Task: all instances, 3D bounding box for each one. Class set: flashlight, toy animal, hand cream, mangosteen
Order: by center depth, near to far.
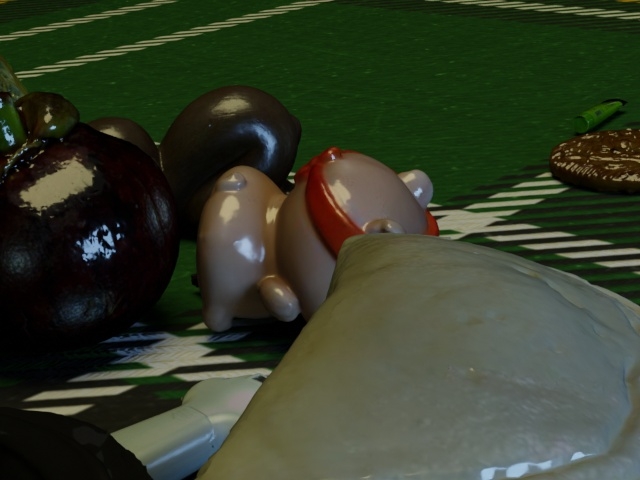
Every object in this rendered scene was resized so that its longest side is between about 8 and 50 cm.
[{"bbox_3d":[-0.107,0.145,0.933,0.200,0.048,0.093,-22,25,-34],"label":"flashlight"},{"bbox_3d":[0.000,0.000,1.163,0.197,0.171,0.171,-3,19,20],"label":"toy animal"},{"bbox_3d":[-0.222,-0.018,1.169,0.216,0.216,0.216,-4,20,1],"label":"mangosteen"},{"bbox_3d":[0.338,-0.155,1.699,0.036,0.023,0.122,-5,15,33],"label":"hand cream"}]

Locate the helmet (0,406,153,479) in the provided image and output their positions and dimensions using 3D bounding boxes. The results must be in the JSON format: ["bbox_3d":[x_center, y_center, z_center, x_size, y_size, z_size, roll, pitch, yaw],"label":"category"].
[{"bbox_3d":[-0.224,0.182,0.688,0.278,0.160,0.230,0,15,-33],"label":"helmet"}]

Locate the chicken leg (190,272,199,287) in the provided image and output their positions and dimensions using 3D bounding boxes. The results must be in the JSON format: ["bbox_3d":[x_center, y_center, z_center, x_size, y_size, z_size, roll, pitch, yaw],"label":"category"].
[{"bbox_3d":[-0.082,0.043,1.242,0.083,0.021,0.036,5,29,18],"label":"chicken leg"}]

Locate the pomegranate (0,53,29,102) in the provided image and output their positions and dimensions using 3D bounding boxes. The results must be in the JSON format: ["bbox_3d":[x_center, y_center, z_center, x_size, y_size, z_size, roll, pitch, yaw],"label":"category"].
[{"bbox_3d":[-0.396,-0.107,1.566,0.159,0.241,0.190,-38,-6,6],"label":"pomegranate"}]

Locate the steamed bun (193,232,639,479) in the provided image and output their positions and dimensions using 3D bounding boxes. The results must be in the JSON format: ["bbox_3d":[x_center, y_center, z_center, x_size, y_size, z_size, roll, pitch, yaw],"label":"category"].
[{"bbox_3d":[0.078,0.141,0.619,0.236,0.247,0.383,10,16,7],"label":"steamed bun"}]

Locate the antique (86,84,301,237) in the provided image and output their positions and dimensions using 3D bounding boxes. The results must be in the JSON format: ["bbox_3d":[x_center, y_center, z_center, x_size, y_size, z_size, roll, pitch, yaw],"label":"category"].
[{"bbox_3d":[-0.142,-0.077,1.421,0.256,0.143,0.121,-9,22,-5],"label":"antique"}]

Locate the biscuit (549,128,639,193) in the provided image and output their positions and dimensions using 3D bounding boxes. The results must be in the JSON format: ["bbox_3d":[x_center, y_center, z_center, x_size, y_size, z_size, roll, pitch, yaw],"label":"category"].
[{"bbox_3d":[0.343,-0.091,1.516,0.187,0.027,0.188,-4,19,1],"label":"biscuit"}]
